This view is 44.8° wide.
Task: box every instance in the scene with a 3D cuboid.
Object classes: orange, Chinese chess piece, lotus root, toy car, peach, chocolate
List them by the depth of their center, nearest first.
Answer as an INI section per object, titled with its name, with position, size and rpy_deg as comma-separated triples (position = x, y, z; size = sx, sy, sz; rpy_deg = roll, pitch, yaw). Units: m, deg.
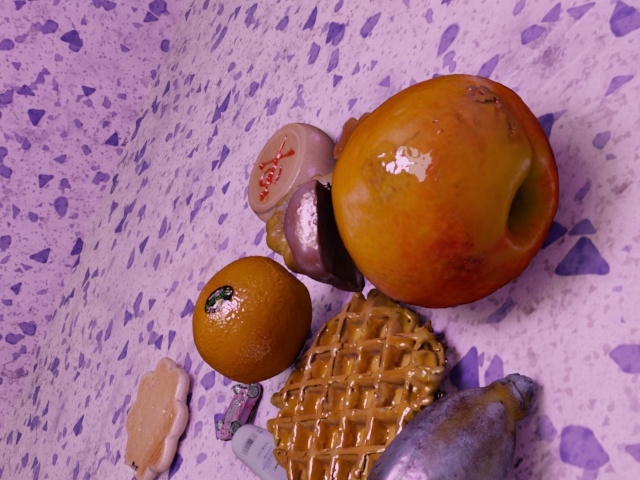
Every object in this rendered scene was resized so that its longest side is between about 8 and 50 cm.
[lotus root]
position = 0.165, 0.292, 1.024
size = 0.322, 0.140, 0.158
rpy_deg = -52, 24, -10
[peach]
position = 0.169, -0.077, 1.163
size = 0.372, 0.290, 0.372
rpy_deg = 34, 133, 48
[chocolate]
position = 0.000, 0.000, 1.276
size = 0.083, 0.261, 0.161
rpy_deg = -7, 75, 17
[orange]
position = -0.126, 0.146, 1.435
size = 0.236, 0.236, 0.236
rpy_deg = -35, 43, 42
[toy car]
position = -0.169, 0.360, 1.636
size = 0.069, 0.055, 0.142
rpy_deg = -8, 50, 54
[Chinese chess piece]
position = -0.066, -0.147, 1.767
size = 0.251, 0.097, 0.251
rpy_deg = -35, 43, 41

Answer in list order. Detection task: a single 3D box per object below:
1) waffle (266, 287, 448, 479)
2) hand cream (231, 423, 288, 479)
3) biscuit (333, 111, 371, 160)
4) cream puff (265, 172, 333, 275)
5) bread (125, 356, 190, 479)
[waffle]
position = 0.051, 0.265, 1.295
size = 0.379, 0.095, 0.382
rpy_deg = -54, 29, 7
[hand cream]
position = -0.070, 0.413, 1.440
size = 0.109, 0.067, 0.321
rpy_deg = -53, 28, -18
[biscuit]
position = 0.091, -0.207, 1.631
size = 0.184, 0.027, 0.133
rpy_deg = 2, 71, 56
[cream puff]
position = -0.004, -0.013, 1.510
size = 0.195, 0.195, 0.221
rpy_deg = -30, 27, 46
[bread]
position = -0.410, 0.449, 1.952
size = 0.316, 0.054, 0.316
rpy_deg = -35, 44, 43
